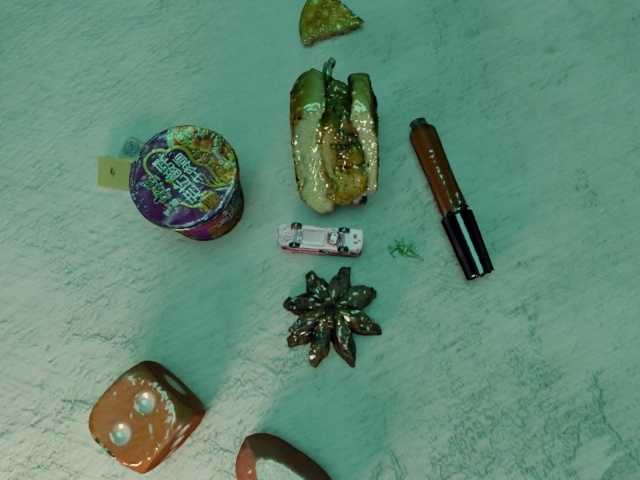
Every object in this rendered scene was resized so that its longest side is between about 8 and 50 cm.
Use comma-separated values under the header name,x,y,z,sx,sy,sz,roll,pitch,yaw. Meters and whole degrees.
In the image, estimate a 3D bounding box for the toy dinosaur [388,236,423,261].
name,x,y,z,sx,sy,sz,roll,pitch,yaw
toy dinosaur,0.201,0.029,1.288,0.062,0.021,0.083,-30,71,4

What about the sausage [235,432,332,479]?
name,x,y,z,sx,sy,sz,roll,pitch,yaw
sausage,-0.069,0.507,1.126,0.254,0.148,0.148,30,79,9

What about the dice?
name,x,y,z,sx,sy,sz,roll,pitch,yaw
dice,-0.371,0.376,1.162,0.175,0.174,0.179,42,81,12

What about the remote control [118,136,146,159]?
name,x,y,z,sx,sy,sz,roll,pitch,yaw
remote control,-0.458,-0.223,1.399,0.122,0.032,0.074,17,77,8

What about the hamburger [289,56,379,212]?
name,x,y,z,sx,sy,sz,roll,pitch,yaw
hamburger,0.041,-0.243,1.238,0.195,0.318,0.277,-4,43,6

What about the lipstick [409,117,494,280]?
name,x,y,z,sx,sy,sz,roll,pitch,yaw
lipstick,0.304,-0.106,1.288,0.077,0.077,0.419,-18,73,-1

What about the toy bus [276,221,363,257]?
name,x,y,z,sx,sy,sz,roll,pitch,yaw
toy bus,0.000,0.000,1.275,0.203,0.090,0.063,4,76,6

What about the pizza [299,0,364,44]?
name,x,y,z,sx,sy,sz,roll,pitch,yaw
pizza,0.032,-0.608,1.462,0.176,0.036,0.185,4,74,4

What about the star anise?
name,x,y,z,sx,sy,sz,roll,pitch,yaw
star anise,0.027,0.170,1.224,0.223,0.109,0.236,-6,73,-2

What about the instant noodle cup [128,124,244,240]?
name,x,y,z,sx,sy,sz,roll,pitch,yaw
instant noodle cup,-0.293,-0.116,1.277,0.251,0.190,0.251,-1,74,4

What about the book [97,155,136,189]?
name,x,y,z,sx,sy,sz,roll,pitch,yaw
book,-0.517,-0.172,1.385,0.110,0.014,0.077,6,97,9
